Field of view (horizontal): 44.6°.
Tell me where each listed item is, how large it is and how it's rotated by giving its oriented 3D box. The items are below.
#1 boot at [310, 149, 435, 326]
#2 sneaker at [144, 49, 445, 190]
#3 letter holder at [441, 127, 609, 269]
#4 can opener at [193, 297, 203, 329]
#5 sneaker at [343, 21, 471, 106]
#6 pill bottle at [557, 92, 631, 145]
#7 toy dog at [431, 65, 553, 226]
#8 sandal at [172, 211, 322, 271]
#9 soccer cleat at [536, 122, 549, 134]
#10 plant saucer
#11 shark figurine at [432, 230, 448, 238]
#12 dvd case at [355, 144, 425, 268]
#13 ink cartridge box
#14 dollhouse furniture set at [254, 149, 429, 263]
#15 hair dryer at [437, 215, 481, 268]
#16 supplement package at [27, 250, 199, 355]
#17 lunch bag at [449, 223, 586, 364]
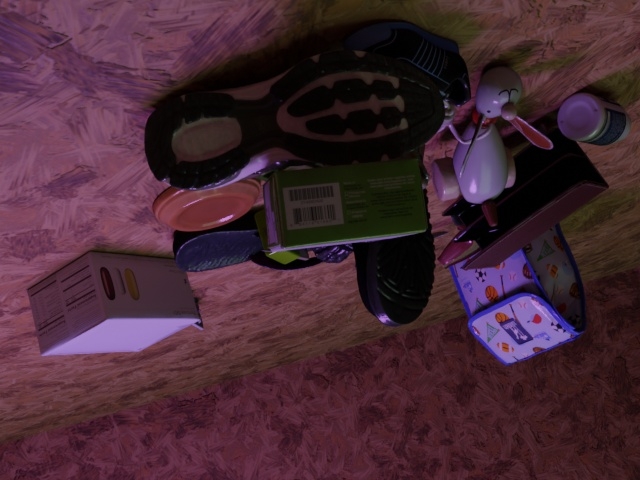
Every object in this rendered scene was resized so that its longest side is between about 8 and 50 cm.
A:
[{"bbox_3d":[0.067,0.006,1.363,0.131,0.348,0.260,22,149,-31],"label":"boot"},{"bbox_3d":[-0.031,-0.166,1.105,0.410,0.158,0.182,-6,-176,10],"label":"sneaker"},{"bbox_3d":[0.399,-0.082,1.601,0.302,0.152,0.214,-40,162,27],"label":"letter holder"},{"bbox_3d":[-0.356,0.172,1.922,0.095,0.076,0.283,-20,162,3],"label":"can opener"},{"bbox_3d":[0.134,-0.243,1.105,0.232,0.090,0.081,-3,159,-42],"label":"sneaker"},{"bbox_3d":[0.554,-0.238,1.559,0.169,0.094,0.094,0,155,-46],"label":"pill bottle"},{"bbox_3d":[0.298,-0.143,1.395,0.220,0.161,0.334,-24,153,11],"label":"toy dog"},{"bbox_3d":[-0.073,0.008,1.595,0.446,0.107,0.167,-14,147,-15],"label":"sandal"},{"bbox_3d":[0.458,-0.221,1.628,0.035,0.029,0.083,-25,167,7],"label":"soccer cleat"},{"bbox_3d":[-0.200,-0.065,1.408,0.200,0.037,0.200,-17,162,-6],"label":"plant saucer"},{"bbox_3d":[0.254,0.039,2.168,0.116,0.166,0.278,-38,155,-30],"label":"shark figurine"},{"bbox_3d":[0.133,-0.065,1.493,0.018,0.221,0.164,27,143,-20],"label":"dvd case"},{"bbox_3d":[0.014,-0.040,1.074,0.189,0.097,0.255,-7,179,-11],"label":"ink cartridge box"},{"bbox_3d":[0.046,-0.101,1.274,0.301,0.197,0.151,-26,159,25],"label":"dollhouse furniture set"},{"bbox_3d":[0.378,-0.039,2.001,0.223,0.080,0.293,-6,138,-28],"label":"hair dryer"},{"bbox_3d":[-0.423,0.135,1.616,0.204,0.145,0.262,-28,162,28],"label":"supplement package"},{"bbox_3d":[0.585,0.148,2.306,0.239,0.385,0.328,-8,161,-32],"label":"lunch bag"}]
